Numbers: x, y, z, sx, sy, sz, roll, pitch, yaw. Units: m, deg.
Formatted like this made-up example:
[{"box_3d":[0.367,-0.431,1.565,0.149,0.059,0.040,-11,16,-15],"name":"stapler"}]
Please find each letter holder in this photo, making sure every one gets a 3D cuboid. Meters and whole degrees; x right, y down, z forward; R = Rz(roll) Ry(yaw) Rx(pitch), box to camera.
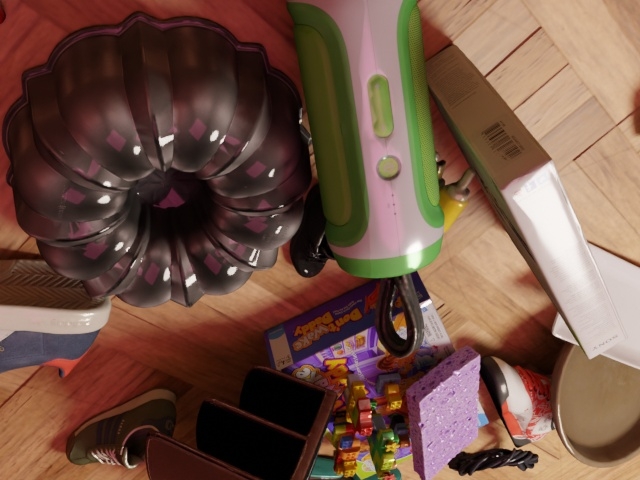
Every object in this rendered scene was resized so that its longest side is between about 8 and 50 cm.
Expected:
[{"box_3d":[-0.118,0.301,1.011,0.214,0.152,0.302,21,144,7],"name":"letter holder"}]

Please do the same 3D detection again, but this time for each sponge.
[{"box_3d":[0.181,0.256,1.043,0.117,0.031,0.210,-32,135,-23],"name":"sponge"}]

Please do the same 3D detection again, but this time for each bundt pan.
[{"box_3d":[-0.159,-0.055,0.742,0.330,0.124,0.331,-8,131,-10],"name":"bundt pan"}]

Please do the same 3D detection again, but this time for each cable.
[{"box_3d":[0.086,0.012,0.851,0.072,0.139,0.287,-27,138,-51],"name":"cable"},{"box_3d":[0.314,0.400,1.283,0.150,0.047,0.184,4,159,-7],"name":"cable"}]

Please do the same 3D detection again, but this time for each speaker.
[{"box_3d":[0.047,-0.120,0.692,0.131,0.131,0.297,-12,111,-7],"name":"speaker"}]

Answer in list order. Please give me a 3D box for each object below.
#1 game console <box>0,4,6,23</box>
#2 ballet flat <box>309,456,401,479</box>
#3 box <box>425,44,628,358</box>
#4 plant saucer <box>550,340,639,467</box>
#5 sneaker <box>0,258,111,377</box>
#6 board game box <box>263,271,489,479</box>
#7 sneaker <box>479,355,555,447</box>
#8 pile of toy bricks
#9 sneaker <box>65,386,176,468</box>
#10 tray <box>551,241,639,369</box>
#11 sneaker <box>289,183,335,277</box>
[{"box_3d":[-0.356,-0.238,0.595,0.143,0.085,0.124,-11,101,-9],"name":"game console"},{"box_3d":[0.039,0.414,1.245,0.203,0.074,0.074,10,126,-17],"name":"ballet flat"},{"box_3d":[0.229,-0.038,0.804,0.058,0.232,0.322,-30,132,10],"name":"box"},{"box_3d":[0.475,0.230,1.164,0.277,0.041,0.278,-4,100,-25],"name":"plant saucer"},{"box_3d":[-0.416,0.088,0.777,0.349,0.131,0.148,15,119,-28],"name":"sneaker"},{"box_3d":[0.096,0.211,1.081,0.233,0.078,0.347,-26,132,6],"name":"board game box"},{"box_3d":[0.355,0.242,1.184,0.144,0.090,0.270,-27,136,5],"name":"sneaker"},{"box_3d":[0.081,0.289,1.017,0.118,0.105,0.212,-4,131,-14],"name":"pile of toy bricks"},{"box_3d":[-0.286,0.289,1.021,0.192,0.086,0.064,-31,132,10],"name":"sneaker"},{"box_3d":[0.461,0.111,1.099,0.270,0.030,0.145,22,85,-26],"name":"tray"},{"box_3d":[0.003,0.000,0.861,0.051,0.089,0.170,0,129,-17],"name":"sneaker"}]
